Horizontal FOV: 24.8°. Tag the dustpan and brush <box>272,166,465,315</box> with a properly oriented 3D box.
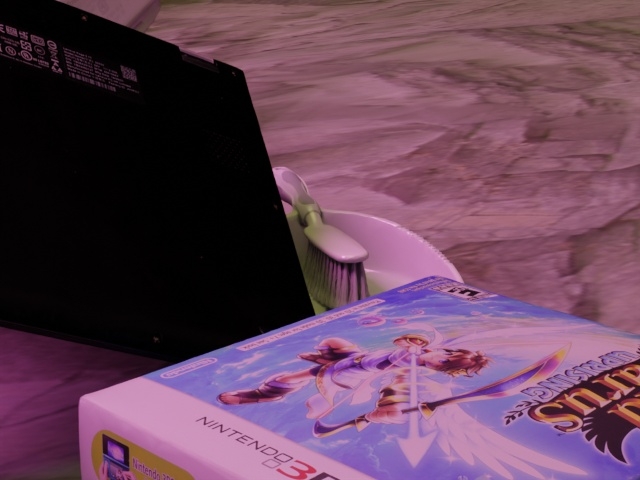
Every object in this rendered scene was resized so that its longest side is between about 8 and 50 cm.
[{"bbox_3d":[0.000,0.000,1.022,0.147,0.060,0.211,-7,19,-17],"label":"dustpan and brush"}]

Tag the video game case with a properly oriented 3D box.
[{"bbox_3d":[0.061,0.099,0.721,0.269,0.061,0.244,-17,25,-41],"label":"video game case"}]

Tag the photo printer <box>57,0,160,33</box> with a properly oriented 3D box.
[{"bbox_3d":[-0.322,-0.164,1.318,0.307,0.107,0.256,-16,24,26],"label":"photo printer"}]

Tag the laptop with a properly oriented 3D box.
[{"bbox_3d":[-0.249,-0.047,0.903,0.382,0.236,0.408,16,43,-38],"label":"laptop"}]
